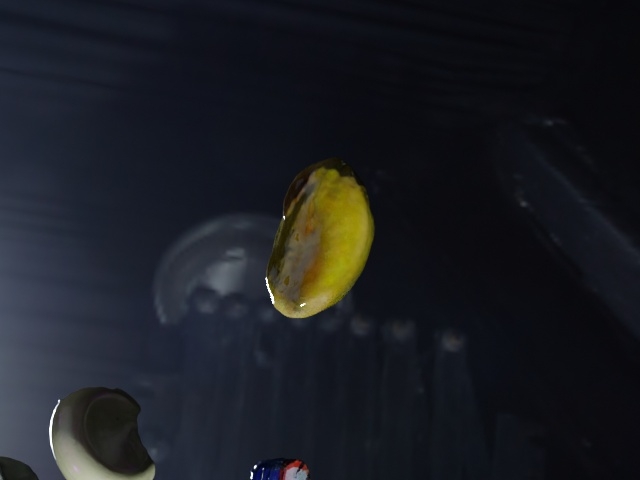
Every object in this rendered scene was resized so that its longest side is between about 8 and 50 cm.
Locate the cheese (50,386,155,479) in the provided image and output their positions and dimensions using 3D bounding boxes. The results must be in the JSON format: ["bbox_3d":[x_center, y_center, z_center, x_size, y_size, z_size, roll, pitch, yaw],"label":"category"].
[{"bbox_3d":[-0.314,0.357,2.066,0.082,0.163,0.286,-44,-122,38],"label":"cheese"}]

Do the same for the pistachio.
[{"bbox_3d":[0.004,-0.001,1.558,0.100,0.110,0.189,-137,-119,-86],"label":"pistachio"}]

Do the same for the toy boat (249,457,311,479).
[{"bbox_3d":[0.028,0.362,1.784,0.318,0.219,0.072,0,-133,48],"label":"toy boat"}]

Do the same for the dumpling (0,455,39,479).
[{"bbox_3d":[-0.332,0.265,1.389,0.134,0.100,0.169,94,-25,-52],"label":"dumpling"}]
